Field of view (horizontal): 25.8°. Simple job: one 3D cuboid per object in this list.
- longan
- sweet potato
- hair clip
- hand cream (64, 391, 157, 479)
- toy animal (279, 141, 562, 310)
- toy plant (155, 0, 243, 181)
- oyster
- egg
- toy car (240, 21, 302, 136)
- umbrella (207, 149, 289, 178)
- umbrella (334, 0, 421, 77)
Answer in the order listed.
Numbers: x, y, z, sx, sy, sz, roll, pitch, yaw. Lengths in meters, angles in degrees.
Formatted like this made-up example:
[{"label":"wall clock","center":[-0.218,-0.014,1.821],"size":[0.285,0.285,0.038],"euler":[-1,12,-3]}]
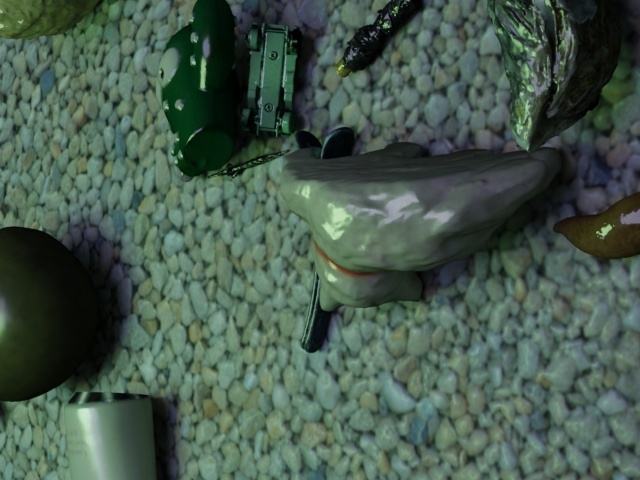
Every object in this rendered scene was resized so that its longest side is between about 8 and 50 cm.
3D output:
[{"label":"longan","center":[-0.432,0.111,2.007],"size":[0.246,0.215,0.246],"euler":[-19,51,26]},{"label":"sweet potato","center":[0.330,-0.027,1.359],"size":[0.281,0.059,0.067],"euler":[-20,61,41]},{"label":"hair clip","center":[0.000,0.000,1.704],"size":[0.083,0.048,0.275],"euler":[-1,85,41]},{"label":"hand cream","center":[-0.278,0.381,1.898],"size":[0.185,0.118,0.359],"euler":[-9,85,45]},{"label":"toy animal","center":[0.109,-0.010,1.529],"size":[0.307,0.266,0.188],"euler":[-4,97,3]},{"label":"toy plant","center":[-0.158,-0.200,1.831],"size":[0.232,0.112,0.243],"euler":[141,130,-67]},{"label":"oyster","center":[0.220,-0.262,1.426],"size":[0.158,0.162,0.351],"euler":[151,119,-62]},{"label":"egg","center":[-0.436,-0.446,2.064],"size":[0.279,0.279,0.310],"euler":[4,84,46]},{"label":"toy car","center":[-0.061,-0.204,1.776],"size":[0.073,0.054,0.143],"euler":[4,95,3]},{"label":"umbrella","center":[-0.098,-0.098,1.834],"size":[0.148,0.022,0.022],"euler":[-15,100,44]},{"label":"umbrella","center":[0.066,-0.248,1.675],"size":[0.144,0.040,0.037],"euler":[-45,64,33]}]
